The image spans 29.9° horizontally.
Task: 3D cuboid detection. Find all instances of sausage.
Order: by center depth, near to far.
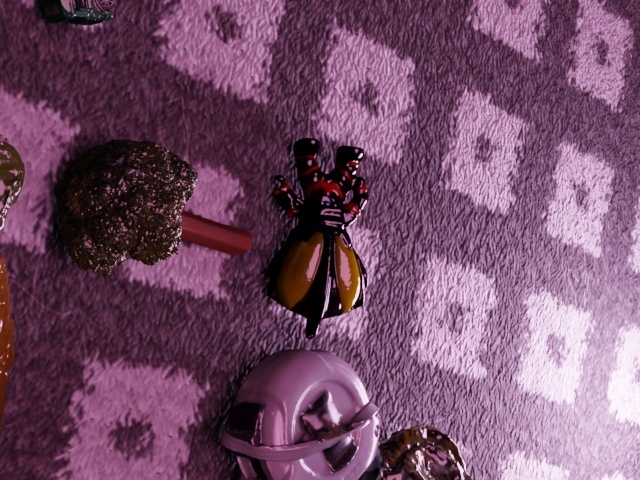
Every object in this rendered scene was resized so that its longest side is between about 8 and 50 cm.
[{"bbox_3d":[-0.141,-0.013,1.404,0.147,0.035,0.030,18,46,-39],"label":"sausage"}]

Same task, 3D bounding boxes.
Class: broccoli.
[{"bbox_3d":[-0.211,-0.035,1.283,0.138,0.146,0.162,83,22,-50],"label":"broccoli"}]

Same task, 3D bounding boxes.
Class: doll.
[{"bbox_3d":[-0.001,-0.001,1.499,0.088,0.127,0.248,29,69,-75],"label":"doll"}]

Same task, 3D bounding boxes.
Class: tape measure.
[{"bbox_3d":[-0.022,0.231,1.459,0.236,0.120,0.197,-43,115,-39],"label":"tape measure"}]

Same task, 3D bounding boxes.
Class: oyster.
[{"bbox_3d":[0.130,0.400,1.531,0.162,0.158,0.351,1,60,-7],"label":"oyster"}]

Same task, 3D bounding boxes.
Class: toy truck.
[{"bbox_3d":[-0.267,-0.301,1.269,0.079,0.065,0.147,-15,100,-39],"label":"toy truck"}]

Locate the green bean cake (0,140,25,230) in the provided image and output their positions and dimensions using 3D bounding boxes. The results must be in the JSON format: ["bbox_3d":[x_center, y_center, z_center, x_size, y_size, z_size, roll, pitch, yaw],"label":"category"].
[{"bbox_3d":[-0.416,-0.031,1.091,0.222,0.125,0.248,39,66,-36],"label":"green bean cake"}]

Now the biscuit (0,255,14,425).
[{"bbox_3d":[-0.327,0.127,1.166,0.035,0.162,0.250,9,112,-7],"label":"biscuit"}]
